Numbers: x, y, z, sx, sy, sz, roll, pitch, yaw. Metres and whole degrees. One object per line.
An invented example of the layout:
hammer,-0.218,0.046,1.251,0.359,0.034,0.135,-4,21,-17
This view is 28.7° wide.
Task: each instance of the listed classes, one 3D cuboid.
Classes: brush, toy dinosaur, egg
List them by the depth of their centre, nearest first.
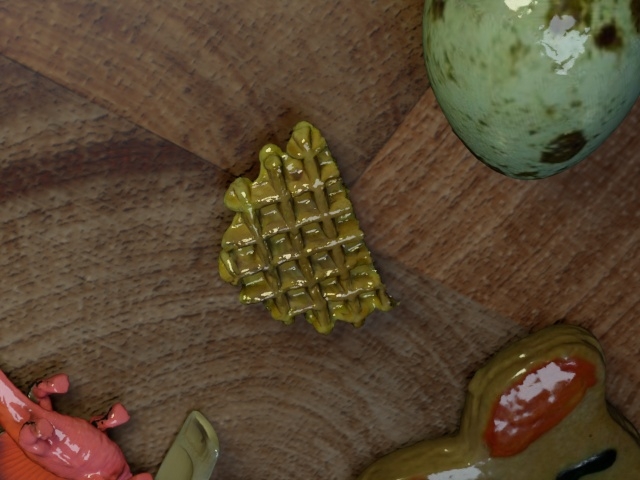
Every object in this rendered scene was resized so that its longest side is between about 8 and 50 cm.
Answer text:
egg,0.158,-0.141,0.916,0.169,0.169,0.231,-11,135,-11
toy dinosaur,-0.260,0.167,1.060,0.139,0.070,0.286,-31,128,31
brush,-0.154,0.298,1.170,0.050,0.060,0.321,7,121,-36

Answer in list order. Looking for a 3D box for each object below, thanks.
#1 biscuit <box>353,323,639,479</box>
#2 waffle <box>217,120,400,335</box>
biscuit,0.251,0.267,1.272,0.368,0.076,0.394,-43,124,12
waffle,0.000,0.000,1.031,0.192,0.046,0.160,29,110,-32
